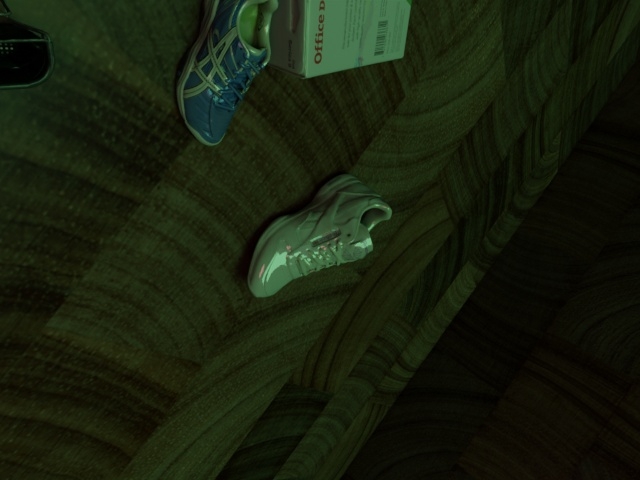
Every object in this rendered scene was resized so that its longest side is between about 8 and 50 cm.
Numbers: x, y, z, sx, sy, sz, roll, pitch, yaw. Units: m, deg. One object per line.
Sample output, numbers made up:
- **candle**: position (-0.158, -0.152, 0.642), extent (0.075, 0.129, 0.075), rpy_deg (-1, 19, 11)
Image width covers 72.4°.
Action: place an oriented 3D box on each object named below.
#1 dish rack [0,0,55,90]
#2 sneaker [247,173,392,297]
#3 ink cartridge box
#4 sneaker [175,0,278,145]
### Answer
- **dish rack**: position (-0.306, -0.232, 0.266), extent (0.208, 0.074, 0.271), rpy_deg (-23, 140, -40)
- **sneaker**: position (0.000, 0.000, 0.789), extent (0.305, 0.152, 0.114), rpy_deg (-43, 147, -16)
- **ink cartridge box**: position (0.028, -0.325, 0.602), extent (0.212, 0.093, 0.154), rpy_deg (-29, 137, -37)
- **sneaker**: position (-0.113, -0.213, 0.528), extent (0.080, 0.081, 0.211), rpy_deg (-10, 127, -49)
